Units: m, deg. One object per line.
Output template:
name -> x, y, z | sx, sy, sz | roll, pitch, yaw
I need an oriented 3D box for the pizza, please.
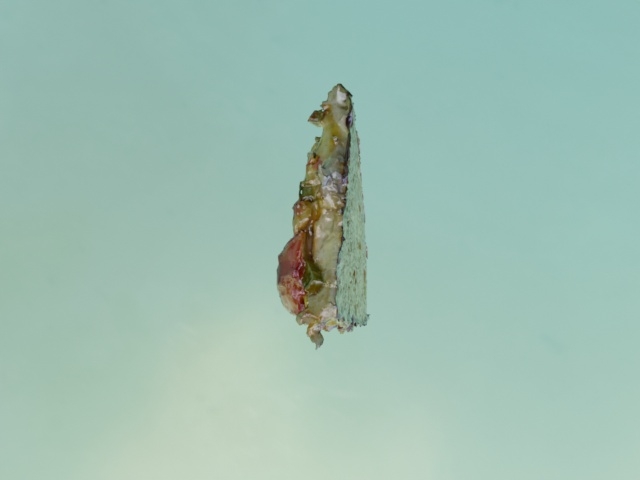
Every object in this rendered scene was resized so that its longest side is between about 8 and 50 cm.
pizza -> 0.001, -0.012, 0.587 | 0.029, 0.100, 0.099 | 0, 92, 8
